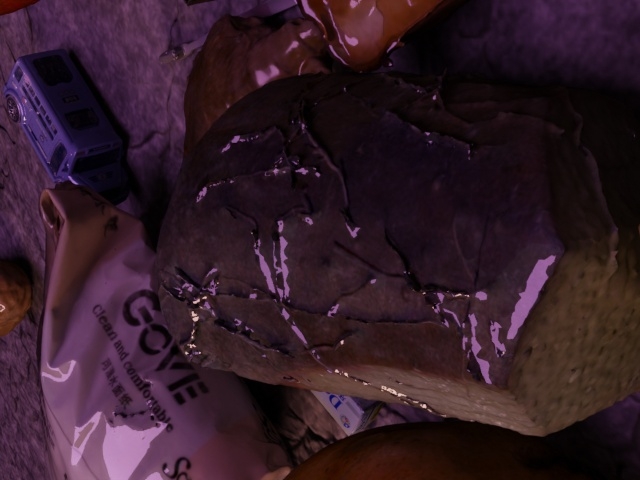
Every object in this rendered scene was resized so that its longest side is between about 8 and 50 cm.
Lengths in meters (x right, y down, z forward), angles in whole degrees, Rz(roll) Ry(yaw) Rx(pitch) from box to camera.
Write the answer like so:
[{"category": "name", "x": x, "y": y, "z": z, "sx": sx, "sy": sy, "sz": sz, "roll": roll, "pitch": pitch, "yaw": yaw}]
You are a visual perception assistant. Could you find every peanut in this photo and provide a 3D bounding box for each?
[{"category": "peanut", "x": -0.467, "y": 0.082, "z": 1.282, "sx": 0.226, "sy": 0.095, "sz": 0.108, "roll": -5, "pitch": 102, "yaw": 52}]

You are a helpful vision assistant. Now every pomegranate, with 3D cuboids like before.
[{"category": "pomegranate", "x": 0.081, "y": 0.238, "z": 0.608, "sx": 0.260, "sy": 0.260, "sz": 0.260, "roll": 26, "pitch": 128, "yaw": 39}]

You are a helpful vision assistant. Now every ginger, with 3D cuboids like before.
[{"category": "ginger", "x": -0.073, "y": -0.058, "z": 0.749, "sx": 0.166, "sy": 0.080, "sz": 0.333, "roll": 64, "pitch": 143, "yaw": 34}]

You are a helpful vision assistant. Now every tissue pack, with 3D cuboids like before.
[{"category": "tissue pack", "x": -0.186, "y": 0.181, "z": 0.916, "sx": 0.375, "sy": 0.195, "sz": 0.390, "roll": 53, "pitch": 149, "yaw": 23}]

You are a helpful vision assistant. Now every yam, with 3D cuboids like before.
[{"category": "yam", "x": 0.061, "y": 0.001, "z": 0.530, "sx": 0.271, "sy": 0.202, "sz": 0.201, "roll": 19, "pitch": 116, "yaw": 44}]

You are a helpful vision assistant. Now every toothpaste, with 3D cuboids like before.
[{"category": "toothpaste", "x": -0.009, "y": 0.089, "z": 0.796, "sx": 0.164, "sy": 0.034, "sz": 0.046, "roll": 48, "pitch": 142, "yaw": 21}]

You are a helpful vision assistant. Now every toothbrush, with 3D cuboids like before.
[{"category": "toothbrush", "x": -0.077, "y": -0.171, "z": 0.751, "sx": 0.194, "sy": 0.017, "sz": 0.014, "roll": -9, "pitch": 108, "yaw": 49}]

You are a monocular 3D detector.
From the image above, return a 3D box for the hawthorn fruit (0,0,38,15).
[{"category": "hawthorn fruit", "x": -0.279, "y": -0.306, "z": 0.805, "sx": 0.226, "sy": 0.196, "sz": 0.196, "roll": -27, "pitch": 88, "yaw": 30}]

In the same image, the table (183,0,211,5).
[{"category": "table", "x": -0.071, "y": -0.223, "z": 0.661, "sx": 0.070, "sy": 0.082, "sz": 0.083, "roll": 53, "pitch": 140, "yaw": 15}]

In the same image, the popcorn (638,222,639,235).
[{"category": "popcorn", "x": 0.233, "y": 0.016, "z": 0.361, "sx": 0.218, "sy": 0.169, "sz": 0.189, "roll": 32, "pitch": 141, "yaw": 11}]

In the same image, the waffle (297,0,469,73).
[{"category": "waffle", "x": 0.069, "y": -0.281, "z": 0.472, "sx": 0.348, "sy": 0.077, "sz": 0.304, "roll": -24, "pitch": 91, "yaw": 52}]

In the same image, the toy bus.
[{"category": "toy bus", "x": -0.255, "y": -0.111, "z": 0.947, "sx": 0.167, "sy": 0.073, "sz": 0.076, "roll": 56, "pitch": 139, "yaw": 13}]
